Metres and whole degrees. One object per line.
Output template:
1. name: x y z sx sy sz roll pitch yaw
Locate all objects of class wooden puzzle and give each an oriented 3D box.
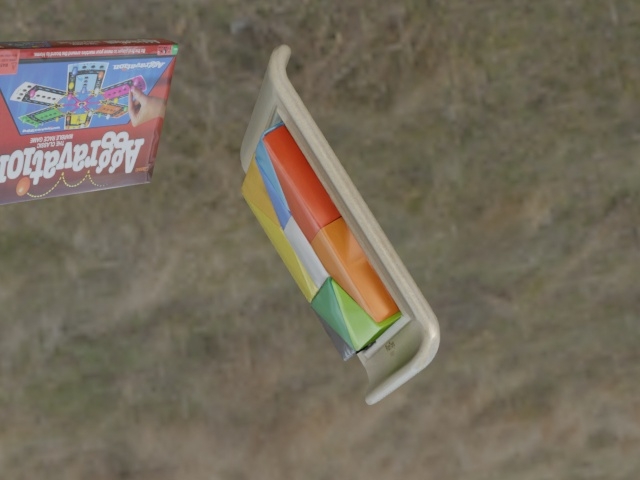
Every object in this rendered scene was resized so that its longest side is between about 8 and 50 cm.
1. wooden puzzle: 0.000 0.000 1.155 0.044 0.238 0.221 -25 172 -13

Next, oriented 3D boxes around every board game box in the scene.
1. board game box: -0.234 -0.111 1.468 0.027 0.145 0.281 22 -162 26
